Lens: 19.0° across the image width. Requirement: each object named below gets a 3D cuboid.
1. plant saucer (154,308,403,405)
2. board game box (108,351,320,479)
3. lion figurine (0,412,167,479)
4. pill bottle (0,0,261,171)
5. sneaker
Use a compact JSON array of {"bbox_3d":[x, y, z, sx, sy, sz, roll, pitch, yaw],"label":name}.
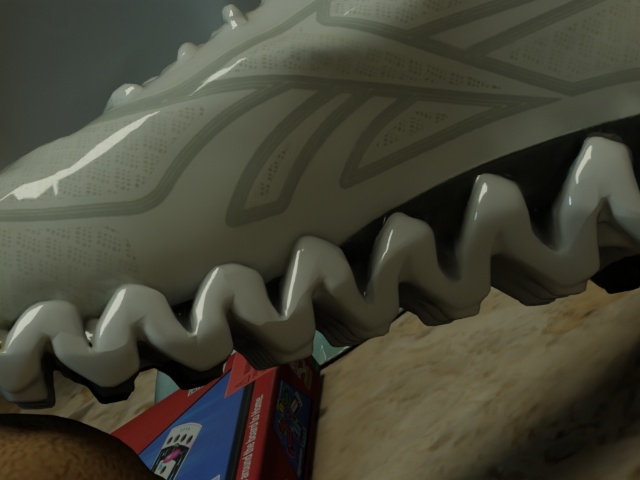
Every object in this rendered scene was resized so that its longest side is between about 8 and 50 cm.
[{"bbox_3d":[0.000,0.000,0.799,0.195,0.037,0.195,-33,14,9],"label":"plant saucer"},{"bbox_3d":[-0.071,0.120,0.587,0.145,0.027,0.281,-34,14,12],"label":"board game box"},{"bbox_3d":[-0.110,0.112,0.390,0.240,0.142,0.392,-20,21,22],"label":"lion figurine"},{"bbox_3d":[-0.167,-0.088,1.095,0.229,0.229,0.408,-39,13,-13],"label":"pill bottle"},{"bbox_3d":[0.002,-0.027,0.501,0.292,0.118,0.110,-13,-2,-14],"label":"sneaker"}]
